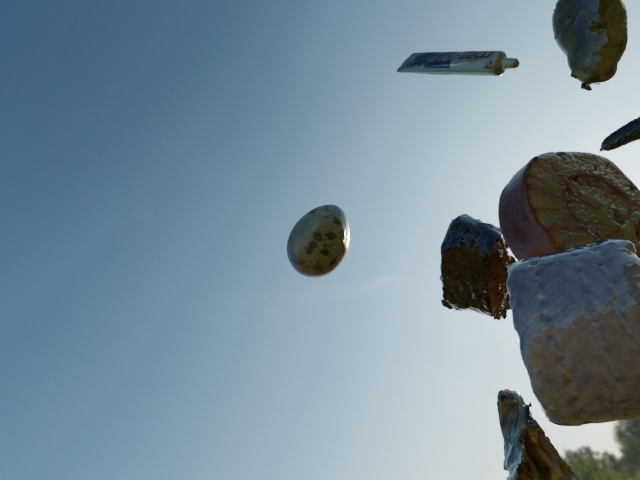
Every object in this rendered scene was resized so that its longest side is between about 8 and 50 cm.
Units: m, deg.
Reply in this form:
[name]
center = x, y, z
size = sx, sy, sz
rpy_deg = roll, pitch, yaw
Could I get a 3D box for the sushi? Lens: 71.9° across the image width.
[sushi]
center = 0.457, 0.066, 1.262
size = 0.234, 0.207, 0.349
rpy_deg = -60, -33, -24

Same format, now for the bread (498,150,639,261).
[bread]
center = 0.538, -0.053, 0.926
size = 0.327, 0.295, 0.114
rpy_deg = -15, -23, -22

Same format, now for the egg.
[egg]
center = 0.000, 0.000, 1.030
size = 0.141, 0.141, 0.182
rpy_deg = 40, -106, -48

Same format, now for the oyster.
[oyster]
center = 0.495, 0.514, 1.052
size = 0.197, 0.337, 0.133
rpy_deg = 21, -43, -24

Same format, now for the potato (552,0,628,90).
[potato]
center = 0.499, -0.387, 0.818
size = 0.090, 0.226, 0.117
rpy_deg = 14, -24, -36

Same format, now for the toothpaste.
[toothpaste]
center = 0.232, -0.307, 0.766
size = 0.060, 0.233, 0.038
rpy_deg = -46, -49, -18

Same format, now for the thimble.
[thimble]
center = 0.350, 0.113, 0.573
size = 0.157, 0.217, 0.245
rpy_deg = -17, 6, 28

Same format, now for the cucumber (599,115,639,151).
[cucumber]
center = 0.977, -0.346, 1.320
size = 0.067, 0.068, 0.293
rpy_deg = -8, -12, -29
